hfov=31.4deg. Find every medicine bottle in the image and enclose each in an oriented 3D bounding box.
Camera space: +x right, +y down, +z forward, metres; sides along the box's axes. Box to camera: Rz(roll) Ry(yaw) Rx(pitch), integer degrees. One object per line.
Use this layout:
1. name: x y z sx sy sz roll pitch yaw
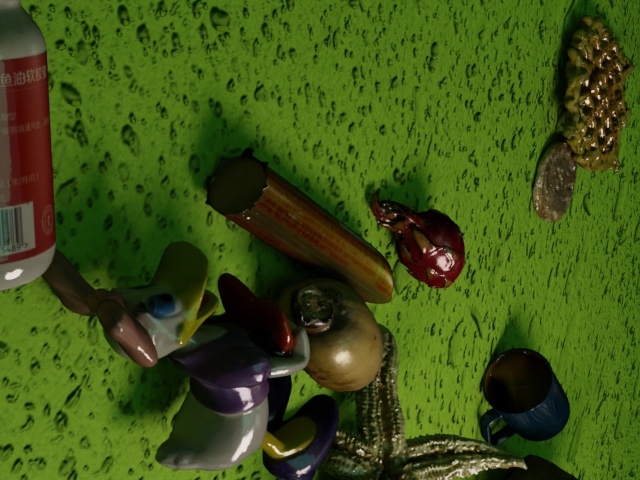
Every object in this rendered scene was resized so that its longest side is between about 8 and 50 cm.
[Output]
1. medicine bottle: -0.275 -0.092 0.876 0.131 0.131 0.250 -19 116 -50

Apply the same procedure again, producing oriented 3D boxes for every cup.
1. cup: 0.324 0.260 1.859 0.138 0.150 0.113 51 26 -50

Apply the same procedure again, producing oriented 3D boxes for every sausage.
1. sausage: 0.000 0.000 1.336 0.371 0.082 0.082 36 72 -54

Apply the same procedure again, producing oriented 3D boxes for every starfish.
1. starfish: 0.092 0.301 1.431 0.347 0.078 0.357 -29 79 -43

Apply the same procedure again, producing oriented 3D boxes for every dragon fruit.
1. dragon fruit: 0.133 -0.011 1.508 0.190 0.094 0.094 49 61 -36

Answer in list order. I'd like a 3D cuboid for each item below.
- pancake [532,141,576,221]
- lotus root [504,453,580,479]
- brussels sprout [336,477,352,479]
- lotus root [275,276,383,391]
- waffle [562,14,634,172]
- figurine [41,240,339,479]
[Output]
1. pancake: 0.391 -0.097 1.883 0.139 0.022 0.139 -21 116 -49
2. lotus root: 0.394 0.476 1.896 0.149 0.260 0.267 -46 113 -8
3. brussels sprout: 0.075 0.365 1.523 0.155 0.118 0.155 18 61 -38
4. lotus root: 0.007 0.105 1.333 0.118 0.125 0.221 -62 151 -18
5. waffle: 0.459 -0.240 1.890 0.245 0.052 0.254 19 78 -55
6. figurine: -0.120 0.128 1.155 0.193 0.154 0.420 -45 140 -16
